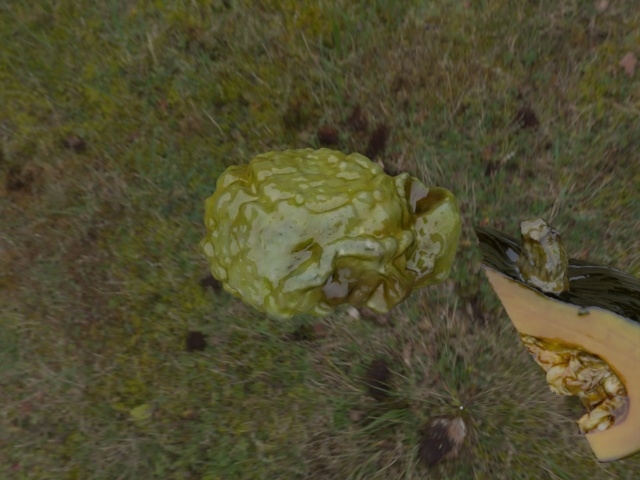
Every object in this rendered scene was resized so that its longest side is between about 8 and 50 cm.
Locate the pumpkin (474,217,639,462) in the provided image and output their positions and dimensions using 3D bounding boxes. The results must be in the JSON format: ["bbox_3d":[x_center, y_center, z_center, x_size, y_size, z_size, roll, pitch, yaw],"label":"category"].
[{"bbox_3d":[0.255,0.070,1.052,0.126,0.131,0.248,-33,97,25],"label":"pumpkin"}]

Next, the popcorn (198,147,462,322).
[{"bbox_3d":[0.000,0.000,1.236,0.285,0.225,0.174,13,119,15],"label":"popcorn"}]
